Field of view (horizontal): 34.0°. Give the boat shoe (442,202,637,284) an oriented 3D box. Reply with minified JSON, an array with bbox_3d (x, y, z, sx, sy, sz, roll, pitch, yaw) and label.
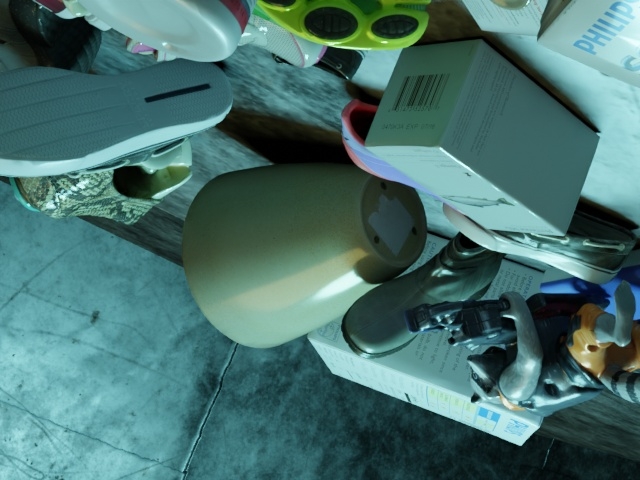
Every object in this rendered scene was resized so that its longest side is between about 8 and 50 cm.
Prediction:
[{"bbox_3d":[0.248,-0.022,1.181,0.219,0.078,0.070,18,129,-8],"label":"boat shoe"}]

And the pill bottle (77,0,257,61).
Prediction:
[{"bbox_3d":[-0.065,-0.206,0.605,0.107,0.180,0.108,22,169,4],"label":"pill bottle"}]

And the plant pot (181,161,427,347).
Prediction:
[{"bbox_3d":[0.000,0.000,1.393,0.256,0.257,0.274,30,149,-36],"label":"plant pot"}]

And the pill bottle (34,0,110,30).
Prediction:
[{"bbox_3d":[-0.247,-0.260,0.961,0.152,0.086,0.086,29,167,-33],"label":"pill bottle"}]

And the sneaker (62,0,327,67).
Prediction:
[{"bbox_3d":[-0.118,-0.201,0.917,0.252,0.111,0.103,23,169,-3],"label":"sneaker"}]

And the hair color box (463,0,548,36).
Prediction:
[{"bbox_3d":[0.164,-0.169,0.697,0.141,0.043,0.072,16,167,34],"label":"hair color box"}]

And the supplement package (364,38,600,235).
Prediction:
[{"bbox_3d":[0.148,-0.089,0.946,0.179,0.105,0.105,29,166,-34],"label":"supplement package"}]

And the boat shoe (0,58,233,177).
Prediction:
[{"bbox_3d":[-0.252,-0.117,1.151,0.335,0.121,0.119,-12,160,-35],"label":"boat shoe"}]

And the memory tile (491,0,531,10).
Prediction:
[{"bbox_3d":[0.108,-0.201,0.619,0.148,0.012,0.113,46,153,-25],"label":"memory tile"}]

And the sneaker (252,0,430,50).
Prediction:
[{"bbox_3d":[-0.053,-0.220,0.793,0.295,0.110,0.123,19,-168,11],"label":"sneaker"}]

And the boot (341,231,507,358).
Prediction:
[{"bbox_3d":[0.140,0.038,1.252,0.083,0.246,0.161,53,149,18],"label":"boot"}]

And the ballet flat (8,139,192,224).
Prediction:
[{"bbox_3d":[-0.278,-0.110,1.501,0.182,0.164,0.483,-17,-179,6],"label":"ballet flat"}]

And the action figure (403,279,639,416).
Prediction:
[{"bbox_3d":[0.272,0.139,1.226,0.341,0.179,0.330,0,165,-31],"label":"action figure"}]

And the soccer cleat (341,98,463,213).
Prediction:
[{"bbox_3d":[0.132,-0.084,1.086,0.248,0.083,0.095,20,165,24],"label":"soccer cleat"}]

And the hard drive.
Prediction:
[{"bbox_3d":[0.441,0.077,1.337,0.210,0.040,0.318,24,169,-8],"label":"hard drive"}]

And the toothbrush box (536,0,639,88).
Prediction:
[{"bbox_3d":[0.250,-0.117,0.327,0.295,0.216,0.126,24,169,-1],"label":"toothbrush box"}]

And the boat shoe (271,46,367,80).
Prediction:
[{"bbox_3d":[-0.025,-0.186,0.992,0.142,0.040,0.049,18,168,22],"label":"boat shoe"}]

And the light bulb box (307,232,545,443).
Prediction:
[{"bbox_3d":[0.201,0.152,1.685,0.360,0.225,0.358,19,168,11],"label":"light bulb box"}]

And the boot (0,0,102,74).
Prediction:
[{"bbox_3d":[-0.370,-0.267,1.162,0.222,0.118,0.338,25,158,0],"label":"boot"}]
